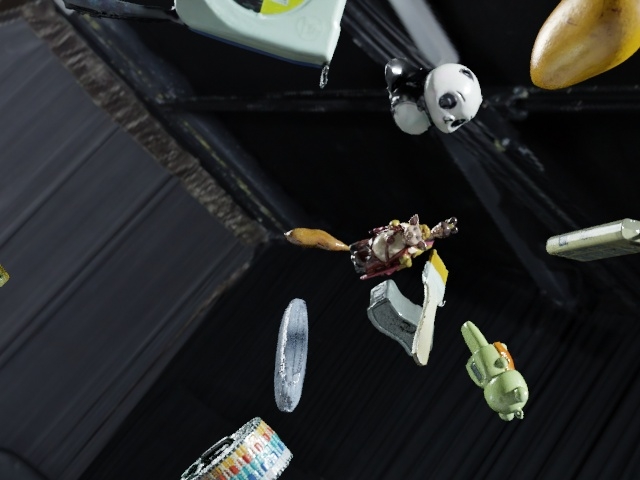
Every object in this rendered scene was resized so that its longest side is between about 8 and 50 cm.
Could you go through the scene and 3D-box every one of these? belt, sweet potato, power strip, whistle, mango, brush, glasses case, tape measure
[{"bbox_3d":[-0.191,0.517,1.655,0.257,0.207,0.150,-41,-92,28],"label":"belt"},{"bbox_3d":[0.000,0.000,1.956,0.195,0.056,0.056,12,-19,-1],"label":"sweet potato"},{"bbox_3d":[0.489,0.000,1.234,0.092,0.034,0.268,12,-10,-13],"label":"power strip"},{"bbox_3d":[0.446,0.333,1.886,0.131,0.106,0.288,105,-32,-47],"label":"whistle"},{"bbox_3d":[0.426,-0.330,1.171,0.112,0.219,0.145,13,46,-46],"label":"mango"},{"bbox_3d":[0.226,0.139,1.525,0.020,0.336,0.085,-21,-65,28],"label":"brush"},{"bbox_3d":[-0.061,0.240,1.564,0.067,0.282,0.109,10,-54,-3],"label":"glasses case"},{"bbox_3d":[-0.128,-0.337,0.891,0.351,0.215,0.098,15,4,-5],"label":"tape measure"}]

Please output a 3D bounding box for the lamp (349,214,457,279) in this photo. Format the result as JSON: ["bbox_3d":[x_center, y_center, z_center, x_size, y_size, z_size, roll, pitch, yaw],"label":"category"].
[{"bbox_3d":[0.191,0.007,1.701,0.253,0.118,0.118,-21,-55,31],"label":"lamp"}]

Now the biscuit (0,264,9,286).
[{"bbox_3d":[-0.760,0.123,1.529,0.016,0.231,0.139,21,-33,23],"label":"biscuit"}]

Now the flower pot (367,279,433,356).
[{"bbox_3d":[0.237,0.233,2.144,0.229,0.103,0.108,43,26,-11],"label":"flower pot"}]

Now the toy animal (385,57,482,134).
[{"bbox_3d":[0.236,-0.298,1.506,0.179,0.138,0.166,5,-24,26],"label":"toy animal"}]
